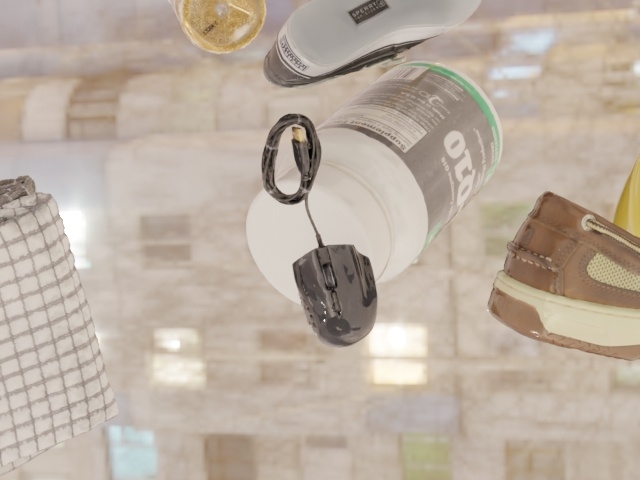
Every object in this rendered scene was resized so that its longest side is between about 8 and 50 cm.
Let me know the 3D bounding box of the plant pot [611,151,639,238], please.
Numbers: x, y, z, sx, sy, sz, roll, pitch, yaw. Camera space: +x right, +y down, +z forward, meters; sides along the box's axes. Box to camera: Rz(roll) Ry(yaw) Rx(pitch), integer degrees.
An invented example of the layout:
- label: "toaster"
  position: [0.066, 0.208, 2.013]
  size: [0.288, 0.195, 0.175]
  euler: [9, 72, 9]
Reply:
- label: "plant pot"
  position: [0.350, -0.037, 1.033]
  size: [0.239, 0.253, 0.254]
  euler: [98, -179, -60]

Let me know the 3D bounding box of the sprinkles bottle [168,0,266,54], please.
- label: "sprinkles bottle"
  position: [-0.161, -0.360, 2.142]
  size: [0.355, 0.121, 0.121]
  euler: [-119, 20, -69]

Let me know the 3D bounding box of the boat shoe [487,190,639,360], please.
- label: "boat shoe"
  position: [0.226, 0.027, 0.875]
  size: [0.095, 0.257, 0.095]
  euler: [31, 107, 62]

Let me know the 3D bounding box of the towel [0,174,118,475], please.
- label: "towel"
  position: [-0.337, 0.096, 1.272]
  size: [0.121, 0.283, 0.235]
  euler: [34, 141, 53]

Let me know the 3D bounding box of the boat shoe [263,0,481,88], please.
- label: "boat shoe"
  position: [0.062, -0.256, 1.788]
  size: [0.306, 0.105, 0.113]
  euler: [-34, -92, -33]

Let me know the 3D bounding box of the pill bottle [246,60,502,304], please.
- label: "pill bottle"
  position: [0.070, -0.071, 1.860]
  size: [0.361, 0.204, 0.204]
  euler: [-43, -49, -49]

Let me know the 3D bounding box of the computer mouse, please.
- label: "computer mouse"
  position: [0.000, 0.000, 1.287]
  size: [0.041, 0.071, 0.242]
  euler: [-102, -5, -57]
